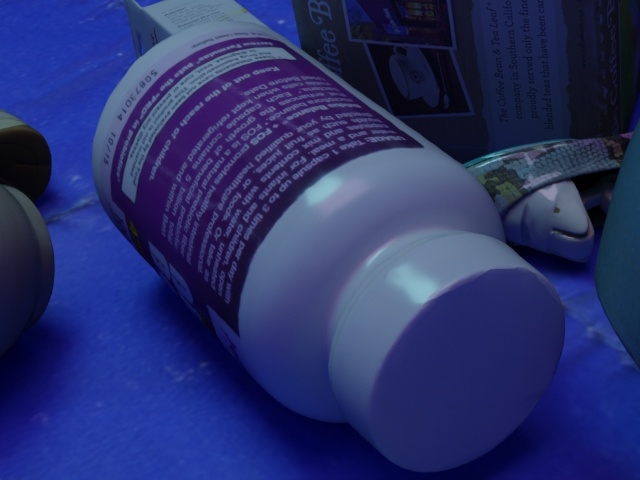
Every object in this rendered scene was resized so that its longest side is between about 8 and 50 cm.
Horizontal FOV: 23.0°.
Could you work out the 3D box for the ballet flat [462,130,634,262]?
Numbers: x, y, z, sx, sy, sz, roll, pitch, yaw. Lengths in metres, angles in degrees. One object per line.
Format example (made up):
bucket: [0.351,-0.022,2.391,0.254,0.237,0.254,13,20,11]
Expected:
ballet flat: [0.183,-0.029,0.999,0.221,0.077,0.079,-13,56,-5]

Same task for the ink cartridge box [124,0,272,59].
ink cartridge box: [-0.072,-0.114,1.131,0.061,0.104,0.181,-24,39,-20]

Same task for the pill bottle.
pill bottle: [0.000,0.000,0.909,0.169,0.169,0.301,-25,39,-20]

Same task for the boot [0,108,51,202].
boot: [-0.351,-0.063,1.126,0.262,0.095,0.203,-21,39,-24]

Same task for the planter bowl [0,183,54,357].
planter bowl: [-0.234,0.016,0.968,0.162,0.162,0.109,23,21,36]

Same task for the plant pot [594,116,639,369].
plant pot: [0.255,0.010,0.791,0.195,0.290,0.290,-40,32,18]

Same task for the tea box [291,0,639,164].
tea box: [0.121,-0.267,1.087,0.220,0.329,0.323,7,46,20]
